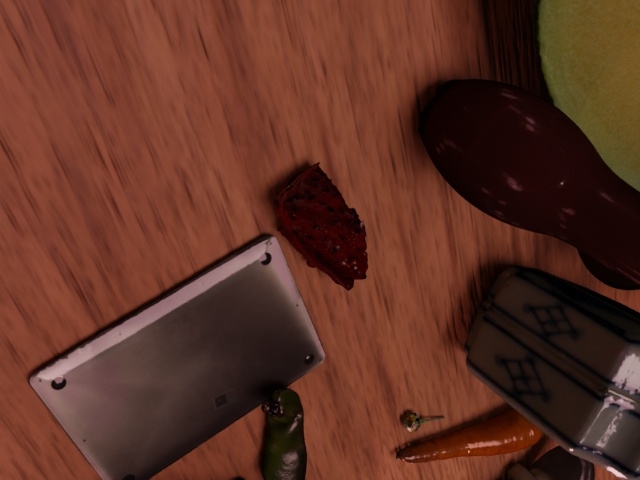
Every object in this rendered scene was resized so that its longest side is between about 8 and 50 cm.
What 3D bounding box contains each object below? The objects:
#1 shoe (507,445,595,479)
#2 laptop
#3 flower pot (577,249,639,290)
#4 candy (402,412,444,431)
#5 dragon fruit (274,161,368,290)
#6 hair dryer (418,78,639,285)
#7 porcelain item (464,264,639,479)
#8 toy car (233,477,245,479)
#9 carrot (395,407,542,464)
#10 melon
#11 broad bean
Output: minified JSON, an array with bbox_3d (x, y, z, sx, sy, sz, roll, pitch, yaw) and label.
[{"bbox_3d":[0.295,0.424,1.026,0.293,0.109,0.149,-52,134,5],"label":"shoe"},{"bbox_3d":[-0.128,0.129,0.686,0.269,0.015,0.187,-31,124,-17],"label":"laptop"},{"bbox_3d":[0.496,-0.015,0.873,0.267,0.266,0.266,8,107,-23],"label":"flower pot"},{"bbox_3d":[0.142,0.241,0.909,0.083,0.025,0.023,3,138,-42],"label":"candy"},{"bbox_3d":[-0.003,0.001,0.678,0.063,0.097,0.131,-27,143,-16],"label":"dragon fruit"},{"bbox_3d":[0.275,-0.033,0.732,0.123,0.312,0.340,-53,150,10],"label":"hair dryer"},{"bbox_3d":[0.346,0.155,0.830,0.286,0.281,0.157,17,104,-35],"label":"porcelain item"},{"bbox_3d":[-0.138,0.327,0.718,0.210,0.089,0.108,13,103,-41],"label":"toy car"},{"bbox_3d":[0.218,0.287,0.954,0.257,0.061,0.061,-9,116,-25],"label":"carrot"},{"bbox_3d":[0.331,-0.256,0.678,0.343,0.226,0.331,33,86,-26],"label":"melon"},{"bbox_3d":[-0.042,0.233,0.768,0.061,0.046,0.195,-44,141,-43],"label":"broad bean"}]
